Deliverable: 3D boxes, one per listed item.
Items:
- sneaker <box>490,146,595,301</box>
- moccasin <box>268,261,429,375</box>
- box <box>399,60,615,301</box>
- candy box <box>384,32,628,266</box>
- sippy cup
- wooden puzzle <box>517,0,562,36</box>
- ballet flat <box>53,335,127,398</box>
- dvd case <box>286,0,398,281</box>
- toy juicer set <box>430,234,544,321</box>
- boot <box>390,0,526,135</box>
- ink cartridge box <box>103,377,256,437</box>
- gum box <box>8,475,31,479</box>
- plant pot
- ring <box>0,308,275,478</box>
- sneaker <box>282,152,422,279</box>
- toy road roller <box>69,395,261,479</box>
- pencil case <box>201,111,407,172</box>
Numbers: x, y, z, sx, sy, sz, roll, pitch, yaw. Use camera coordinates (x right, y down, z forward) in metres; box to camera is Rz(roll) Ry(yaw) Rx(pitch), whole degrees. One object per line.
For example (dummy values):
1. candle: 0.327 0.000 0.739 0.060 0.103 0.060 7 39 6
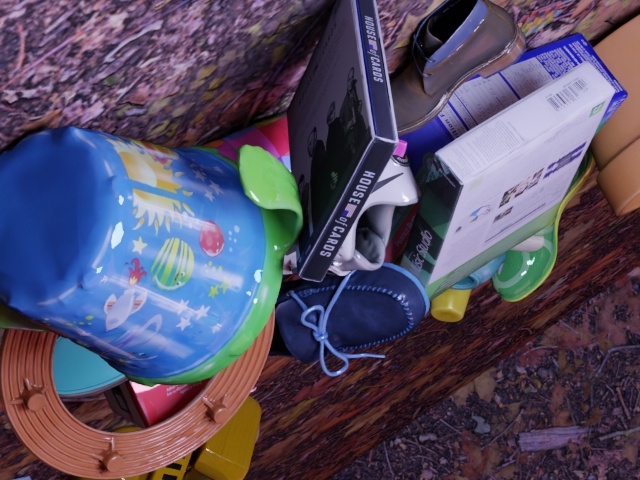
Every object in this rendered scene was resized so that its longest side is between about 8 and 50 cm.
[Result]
1. sneaker: 0.325 -0.050 2.161 0.123 0.109 0.296 13 102 -47
2. moccasin: -0.008 0.117 1.805 0.342 0.138 0.117 -16 -161 45
3. box: 0.215 -0.059 1.679 0.232 0.058 0.322 -31 158 -21
4. candy box: 0.209 -0.112 1.819 0.317 0.122 0.268 -22 158 -34
5. sippy cup: -0.185 0.003 1.257 0.305 0.240 0.224 -54 150 7
6. wooden puzzle: 0.268 -0.270 1.698 0.083 0.006 0.049 -25 161 -28
7. ballet flat: -0.214 0.102 1.669 0.280 0.095 0.096 -33 177 -5
8. dvd case: 0.014 -0.107 1.285 0.029 0.239 0.179 13 132 -17
9. toy juicer set: 0.175 0.011 2.058 0.209 0.090 0.329 17 154 -11
10. boot: 0.113 -0.199 1.532 0.219 0.082 0.106 -34 142 10
11. ink cartridge box: -0.187 0.170 1.737 0.134 0.078 0.231 -28 -167 -22
12. gum box: -0.525 0.422 2.030 0.184 0.041 0.157 -42 162 21
13. plant pot: 0.474 -0.196 1.915 0.290 0.203 0.291 -32 170 -6
14. ring: -0.191 0.121 1.532 0.336 0.032 0.337 -15 119 -29
15. sneaker: 0.000 0.000 1.701 0.122 0.146 0.330 -18 158 -47
16. toy road roller: -0.253 0.363 2.202 0.202 0.240 0.330 -48 -164 38
17. pencil case: -0.028 -0.089 1.479 0.236 0.104 0.104 -25 161 -26
